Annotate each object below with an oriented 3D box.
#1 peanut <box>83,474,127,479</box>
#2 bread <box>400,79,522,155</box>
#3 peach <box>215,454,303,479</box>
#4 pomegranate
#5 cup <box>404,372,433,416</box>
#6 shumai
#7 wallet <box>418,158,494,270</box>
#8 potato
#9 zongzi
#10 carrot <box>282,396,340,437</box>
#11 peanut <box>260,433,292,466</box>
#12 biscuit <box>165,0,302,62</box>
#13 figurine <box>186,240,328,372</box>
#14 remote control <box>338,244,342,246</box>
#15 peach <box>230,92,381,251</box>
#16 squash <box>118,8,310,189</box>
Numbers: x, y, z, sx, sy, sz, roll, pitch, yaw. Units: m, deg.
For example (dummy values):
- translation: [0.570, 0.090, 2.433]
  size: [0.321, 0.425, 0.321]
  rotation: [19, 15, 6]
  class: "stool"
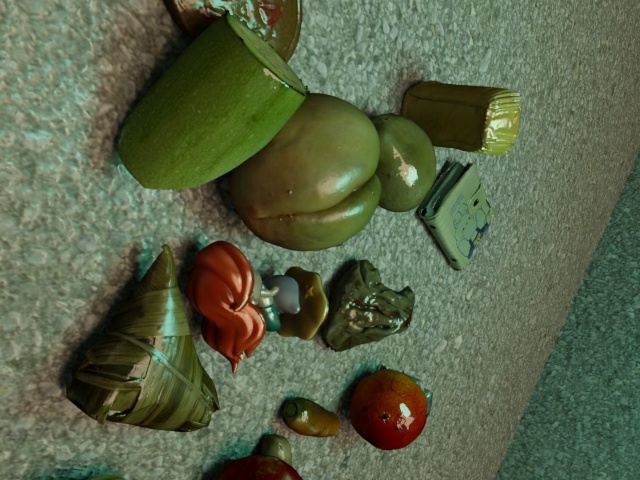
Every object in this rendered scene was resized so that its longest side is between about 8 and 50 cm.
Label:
- translation: [-0.357, 0.509, 0.954]
  size: [0.159, 0.174, 0.339]
  rotation: [-24, 130, 1]
  class: "peanut"
- translation: [0.315, -0.283, 1.292]
  size: [0.120, 0.288, 0.152]
  rotation: [-9, 112, -36]
  class: "bread"
- translation: [-0.123, 0.571, 1.187]
  size: [0.244, 0.199, 0.243]
  rotation: [-4, 113, -8]
  class: "peach"
- translation: [0.181, 0.442, 1.505]
  size: [0.235, 0.211, 0.210]
  rotation: [-83, 169, -62]
  class: "pomegranate"
- translation: [0.254, 0.450, 1.635]
  size: [0.095, 0.130, 0.128]
  rotation: [-16, 116, -45]
  class: "cup"
- translation: [0.118, 0.173, 1.325]
  size: [0.218, 0.186, 0.183]
  rotation: [-54, 137, -19]
  class: "shumai"
- translation: [0.403, -0.071, 1.634]
  size: [0.223, 0.077, 0.309]
  rotation: [-57, 140, -11]
  class: "wallet"
- translation: [0.172, -0.174, 1.269]
  size: [0.235, 0.160, 0.177]
  rotation: [57, 43, -29]
  class: "potato"
- translation: [-0.250, 0.179, 0.972]
  size: [0.286, 0.134, 0.288]
  rotation: [41, 67, -55]
  class: "zongzi"
- translation: [-0.016, 0.435, 1.361]
  size: [0.193, 0.087, 0.087]
  rotation: [40, 75, -46]
  class: "carrot"
- translation: [-0.102, 0.515, 1.309]
  size: [0.076, 0.076, 0.152]
  rotation: [-26, 121, -40]
  class: "peanut"
- translation: [-0.124, -0.413, 0.926]
  size: [0.273, 0.049, 0.257]
  rotation: [8, 99, -51]
  class: "biscuit"
- translation: [-0.131, 0.120, 1.042]
  size: [0.257, 0.180, 0.208]
  rotation: [14, 123, -43]
  class: "figurine"
- translation: [-0.001, 0.000, 1.246]
  size: [0.153, 0.027, 0.043]
  rotation: [-9, 108, -48]
  class: "remote control"
- translation: [-0.025, -0.115, 1.014]
  size: [0.293, 0.247, 0.292]
  rotation: [-20, 139, -18]
  class: "peach"
- translation: [-0.167, -0.198, 0.871]
  size: [0.260, 0.189, 0.189]
  rotation: [-44, 143, 17]
  class: "squash"
